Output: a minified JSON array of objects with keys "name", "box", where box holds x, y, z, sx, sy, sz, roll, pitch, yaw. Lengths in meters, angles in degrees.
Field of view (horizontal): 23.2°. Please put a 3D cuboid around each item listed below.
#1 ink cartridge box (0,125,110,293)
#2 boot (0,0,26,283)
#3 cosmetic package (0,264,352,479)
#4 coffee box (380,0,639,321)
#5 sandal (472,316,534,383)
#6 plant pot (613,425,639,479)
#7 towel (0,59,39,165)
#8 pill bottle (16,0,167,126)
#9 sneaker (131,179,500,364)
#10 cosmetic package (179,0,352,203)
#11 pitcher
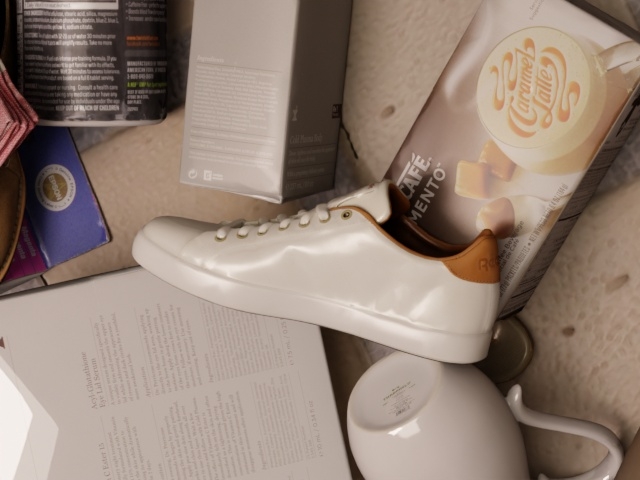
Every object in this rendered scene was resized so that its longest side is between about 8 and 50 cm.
[{"name":"ink cartridge box","box":[-0.401,-0.084,1.470,0.330,0.071,0.324,-24,86,23]},{"name":"boot","box":[-0.312,-0.097,1.363,0.112,0.115,0.305,4,86,-9]},{"name":"cosmetic package","box":[-0.121,0.206,1.307,0.284,0.097,0.377,-12,91,-12]},{"name":"coffee box","box":[0.152,-0.075,1.234,0.141,0.098,0.246,35,107,15]},{"name":"sandal","box":[0.092,0.062,1.299,0.180,0.049,0.072,35,107,15]},{"name":"plant pot","box":[0.348,0.173,1.099,0.323,0.323,0.280,10,83,20]},{"name":"towel","box":[-0.368,-0.154,1.341,0.237,0.037,0.329,-45,63,34]},{"name":"pill bottle","box":[-0.196,-0.223,1.340,0.130,0.130,0.246,3,97,21]},{"name":"sneaker","box":[0.000,0.000,1.201,0.290,0.106,0.123,13,105,10]},{"name":"cosmetic package","box":[-0.041,-0.159,1.289,0.107,0.127,0.238,12,102,20]},{"name":"pitcher","box":[0.131,0.165,1.232,0.177,0.125,0.207,-35,123,7]}]
